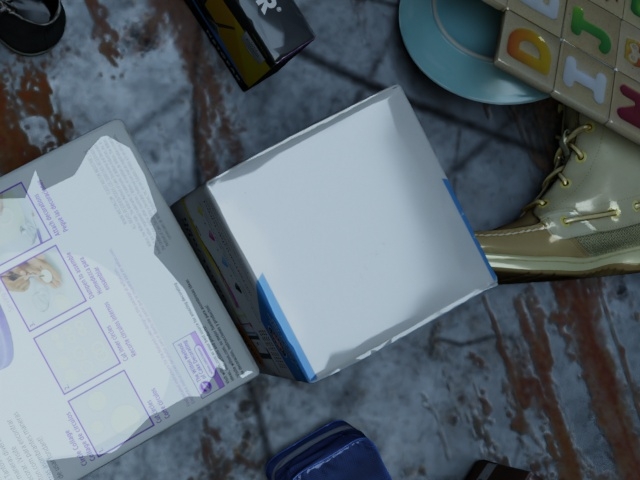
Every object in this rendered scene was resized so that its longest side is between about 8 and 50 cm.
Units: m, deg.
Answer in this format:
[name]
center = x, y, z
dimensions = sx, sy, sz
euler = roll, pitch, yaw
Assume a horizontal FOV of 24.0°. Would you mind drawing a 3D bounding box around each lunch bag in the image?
[lunch bag]
center = 0.002, 0.202, 1.277
dimensions = 0.098, 0.065, 0.067
euler = -27, 108, -15

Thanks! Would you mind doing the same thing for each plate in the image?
[plate]
center = 0.162, -0.204, 1.324
dimensions = 0.188, 0.024, 0.188
euler = -2, 63, 3

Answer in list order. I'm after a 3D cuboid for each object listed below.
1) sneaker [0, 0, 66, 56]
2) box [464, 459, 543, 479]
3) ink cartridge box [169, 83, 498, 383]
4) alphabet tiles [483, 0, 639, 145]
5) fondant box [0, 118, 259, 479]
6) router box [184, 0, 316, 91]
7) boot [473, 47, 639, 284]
[sneaker]
center = -0.288, -0.246, 1.209
dimensions = 0.222, 0.118, 0.083
euler = 40, 78, -8
[box]
center = 0.252, 0.373, 1.289
dimensions = 0.381, 0.143, 0.191
euler = 36, 79, -7
[ink cartridge box]
center = 0.000, 0.000, 1.204
dimensions = 0.168, 0.232, 0.171
euler = -29, 93, -12
[alphabet tiles]
center = 0.266, -0.215, 1.330
dimensions = 0.342, 0.011, 0.285
euler = 26, 57, -18
[fondant box]
center = -0.251, 0.084, 1.206
dimensions = 0.330, 0.096, 0.238
euler = -29, 93, -15
[router box]
center = -0.082, -0.219, 1.251
dimensions = 0.046, 0.133, 0.179
euler = -34, 94, -15
[boot]
center = 0.217, -0.067, 1.333
dimensions = 0.261, 0.095, 0.204
euler = -5, 87, -16
